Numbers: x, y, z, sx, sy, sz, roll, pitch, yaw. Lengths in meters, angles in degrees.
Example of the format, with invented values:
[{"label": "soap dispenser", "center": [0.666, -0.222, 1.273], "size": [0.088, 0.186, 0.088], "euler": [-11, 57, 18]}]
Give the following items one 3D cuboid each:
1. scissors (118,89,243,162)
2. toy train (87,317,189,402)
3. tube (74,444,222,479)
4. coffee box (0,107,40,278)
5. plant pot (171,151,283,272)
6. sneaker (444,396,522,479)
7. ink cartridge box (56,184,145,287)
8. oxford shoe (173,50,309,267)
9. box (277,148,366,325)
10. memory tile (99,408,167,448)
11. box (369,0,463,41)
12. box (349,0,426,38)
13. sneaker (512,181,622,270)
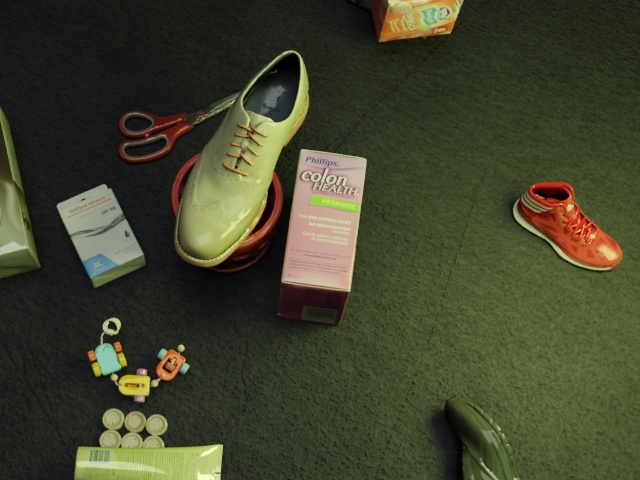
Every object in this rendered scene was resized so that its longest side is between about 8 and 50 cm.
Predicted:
[{"label": "scissors", "center": [-0.243, -0.222, 1.958], "size": [0.297, 0.021, 0.109], "euler": [-14, 69, -10]}, {"label": "toy train", "center": [-0.318, 0.212, 1.780], "size": [0.166, 0.046, 0.125], "euler": [29, 69, 3]}, {"label": "tube", "center": [-0.285, 0.381, 1.704], "size": [0.240, 0.062, 0.070], "euler": [4, 113, -9]}, {"label": "coffee box", "center": [-0.616, -0.082, 1.821], "size": [0.168, 0.119, 0.297], "euler": [-14, 72, -8]}, {"label": "plant pot", "center": [-0.165, -0.048, 1.816], "size": [0.191, 0.174, 0.191], "euler": [1, 70, -4]}, {"label": "sneaker", "center": [0.274, 0.400, 1.731], "size": [0.130, 0.109, 0.286], "euler": [-26, 72, -7]}, {"label": "ink cartridge box", "center": [-0.400, -0.020, 1.847], "size": [0.104, 0.060, 0.180], "euler": [-26, 74, -12]}, {"label": "oxford shoe", "center": [-0.134, -0.145, 1.686], "size": [0.141, 0.146, 0.396], "euler": [21, 68, 2]}, {"label": "box", "center": [0.000, 0.000, 1.791], "size": [0.117, 0.213, 0.242], "euler": [7, 69, -2]}, {"label": "memory tile", "center": [-0.322, 0.363, 1.741], "size": [0.113, 0.012, 0.148], "euler": [7, 69, -2]}, {"label": "box", "center": [0.165, -0.553, 1.982], "size": [0.154, 0.142, 0.299], "euler": [-9, 72, -8]}, {"label": "box", "center": [0.186, -0.546, 2.088], "size": [0.183, 0.056, 0.231], "euler": [28, 71, 5]}, {"label": "sneaker", "center": [0.463, -0.028, 1.884], "size": [0.221, 0.128, 0.087], "euler": [27, 71, 7]}]
